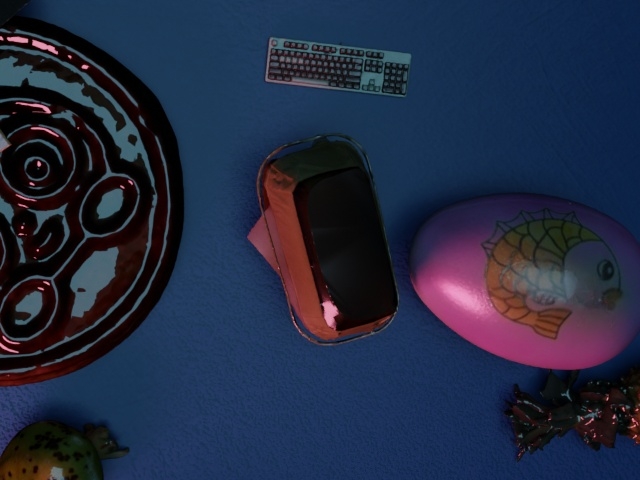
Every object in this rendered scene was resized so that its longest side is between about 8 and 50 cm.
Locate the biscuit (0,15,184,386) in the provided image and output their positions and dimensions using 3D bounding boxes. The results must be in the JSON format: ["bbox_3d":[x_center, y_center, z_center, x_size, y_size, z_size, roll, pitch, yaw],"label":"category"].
[{"bbox_3d":[-0.346,-0.041,1.375,0.408,0.091,0.407,-1,94,-8],"label":"biscuit"}]

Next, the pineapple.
[{"bbox_3d":[0.341,0.196,1.495,0.251,0.125,0.125,-8,95,2],"label":"pineapple"}]

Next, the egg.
[{"bbox_3d":[0.233,0.044,1.418,0.271,0.196,0.196,3,94,2],"label":"egg"}]

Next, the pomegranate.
[{"bbox_3d":[-0.282,0.249,1.404,0.161,0.122,0.122,-27,100,-44],"label":"pomegranate"}]

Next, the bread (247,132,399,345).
[{"bbox_3d":[0.000,0.000,1.368,0.142,0.212,0.224,-16,100,-12],"label":"bread"}]

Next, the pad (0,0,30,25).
[{"bbox_3d":[-0.412,-0.225,1.332,0.143,0.003,0.211,38,74,28],"label":"pad"}]

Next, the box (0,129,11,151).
[{"bbox_3d":[-0.364,-0.121,1.321,0.046,0.012,0.083,-36,96,-4],"label":"box"}]

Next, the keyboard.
[{"bbox_3d":[0.021,-0.200,1.453,0.166,0.017,0.055,5,93,-9],"label":"keyboard"}]
